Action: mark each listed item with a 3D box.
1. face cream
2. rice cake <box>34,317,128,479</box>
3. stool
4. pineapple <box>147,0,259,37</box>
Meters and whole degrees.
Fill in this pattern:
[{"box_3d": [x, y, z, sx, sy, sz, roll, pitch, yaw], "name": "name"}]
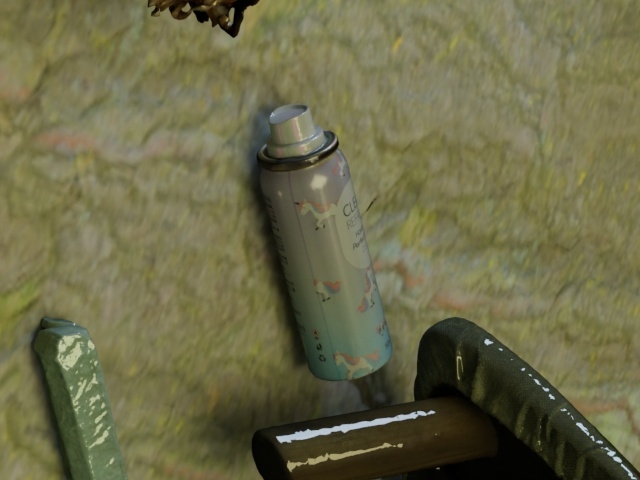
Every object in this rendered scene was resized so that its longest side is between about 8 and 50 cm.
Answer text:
[{"box_3d": [0.000, 0.000, 1.580, 0.075, 0.075, 0.229, -30, 118, -30], "name": "face cream"}, {"box_3d": [-0.175, 0.174, 1.500, 0.042, 0.045, 0.245, -24, 115, -32], "name": "rice cake"}, {"box_3d": [0.111, 0.272, 1.562, 0.226, 0.310, 0.310, -26, 136, -26], "name": "stool"}, {"box_3d": [-0.190, -0.259, 1.295, 0.271, 0.262, 0.263, -7, 105, -25], "name": "pineapple"}]
